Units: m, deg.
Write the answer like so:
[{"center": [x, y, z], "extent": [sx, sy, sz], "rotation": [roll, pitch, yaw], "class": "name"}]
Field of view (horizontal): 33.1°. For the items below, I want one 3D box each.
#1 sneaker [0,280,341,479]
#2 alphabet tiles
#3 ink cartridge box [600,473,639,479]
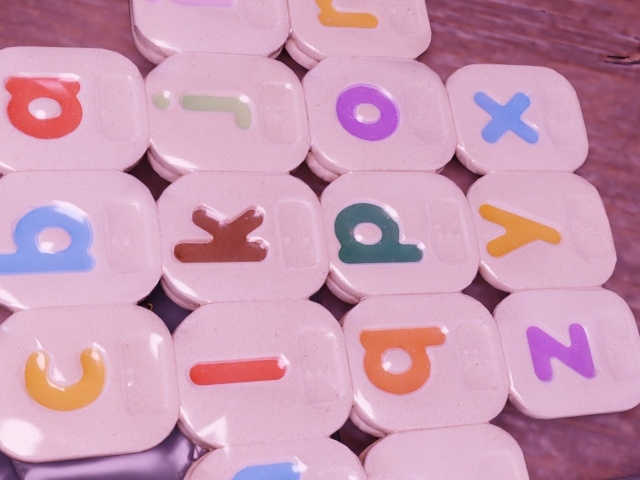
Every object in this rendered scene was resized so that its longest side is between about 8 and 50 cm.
[{"center": [-0.103, 0.073, 0.471], "extent": [0.222, 0.083, 0.118], "rotation": [-2, 71, -2], "class": "sneaker"}, {"center": [0.000, 0.000, 0.456], "extent": [0.278, 0.021, 0.284], "rotation": [-2, 69, -20], "class": "alphabet tiles"}, {"center": [0.183, 0.150, 0.463], "extent": [0.151, 0.063, 0.109], "rotation": [-9, 83, -2], "class": "ink cartridge box"}]
